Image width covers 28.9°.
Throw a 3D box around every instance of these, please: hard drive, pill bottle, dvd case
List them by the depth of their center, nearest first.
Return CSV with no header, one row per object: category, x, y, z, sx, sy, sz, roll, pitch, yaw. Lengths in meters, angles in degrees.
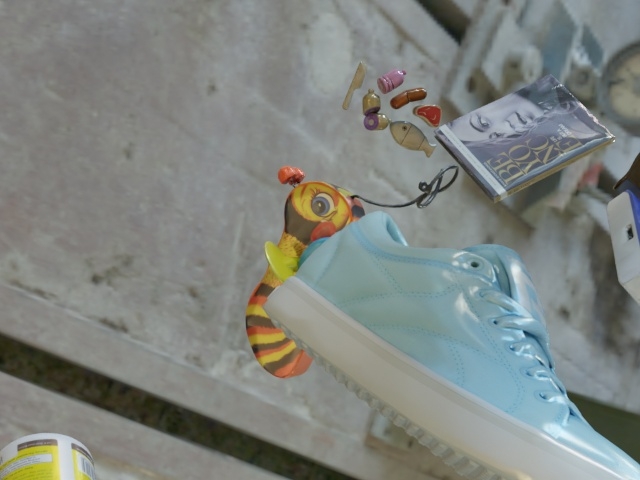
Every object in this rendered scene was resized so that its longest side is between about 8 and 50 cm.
pill bottle,-0.296,0.322,1.347,0.117,0.215,0.117,-8,131,-10
hard drive,0.451,0.104,1.446,0.319,0.040,0.210,46,24,-15
dvd case,0.308,-0.159,1.891,0.221,0.164,0.018,-27,144,-14

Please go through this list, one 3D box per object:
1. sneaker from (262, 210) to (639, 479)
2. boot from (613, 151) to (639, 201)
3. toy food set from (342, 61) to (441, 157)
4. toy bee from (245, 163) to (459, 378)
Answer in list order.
sneaker,0.108,0.073,0.842,0.150,0.366,0.135,-51,137,-7
boot,0.485,-0.033,1.619,0.106,0.219,0.082,-43,167,15
toy food set,0.088,-0.148,1.375,0.122,0.019,0.078,22,89,-23
toy bee,0.000,0.000,1.410,0.298,0.162,0.195,-47,162,-9
